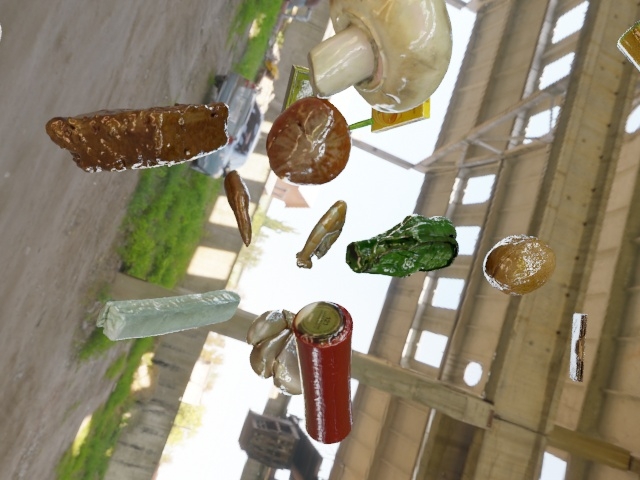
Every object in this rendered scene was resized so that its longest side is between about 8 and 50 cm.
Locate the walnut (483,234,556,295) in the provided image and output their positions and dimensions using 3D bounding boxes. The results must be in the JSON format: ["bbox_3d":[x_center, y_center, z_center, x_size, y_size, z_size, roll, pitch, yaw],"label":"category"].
[{"bbox_3d":[0.559,0.067,1.315,0.167,0.207,0.167,46,-31,39],"label":"walnut"}]

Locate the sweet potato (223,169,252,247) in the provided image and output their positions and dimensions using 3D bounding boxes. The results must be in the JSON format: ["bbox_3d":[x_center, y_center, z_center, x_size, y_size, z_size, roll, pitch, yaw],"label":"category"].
[{"bbox_3d":[-0.213,-0.105,1.211,0.078,0.058,0.255,102,-25,-52],"label":"sweet potato"}]

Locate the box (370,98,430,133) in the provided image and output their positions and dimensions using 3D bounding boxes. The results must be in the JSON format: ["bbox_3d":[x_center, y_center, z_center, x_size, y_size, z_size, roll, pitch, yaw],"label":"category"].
[{"bbox_3d":[0.266,-0.463,1.588,0.269,0.043,0.153,-1,-93,57],"label":"box"}]

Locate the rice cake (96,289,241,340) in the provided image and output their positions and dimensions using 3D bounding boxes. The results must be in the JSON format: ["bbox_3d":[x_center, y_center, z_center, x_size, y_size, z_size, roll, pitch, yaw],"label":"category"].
[{"bbox_3d":[-0.281,0.143,0.941,0.066,0.063,0.336,-55,154,16],"label":"rice cake"}]

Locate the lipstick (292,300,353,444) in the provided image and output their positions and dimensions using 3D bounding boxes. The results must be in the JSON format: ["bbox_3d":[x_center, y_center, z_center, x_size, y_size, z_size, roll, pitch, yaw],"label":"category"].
[{"bbox_3d":[0.008,0.191,0.653,0.080,0.080,0.241,-83,172,-52],"label":"lipstick"}]

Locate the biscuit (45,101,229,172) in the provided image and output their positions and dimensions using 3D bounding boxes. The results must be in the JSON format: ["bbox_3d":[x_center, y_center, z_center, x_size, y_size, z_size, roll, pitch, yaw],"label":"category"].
[{"bbox_3d":[-0.493,-0.297,1.327,0.342,0.394,0.166,-46,133,-59],"label":"biscuit"}]

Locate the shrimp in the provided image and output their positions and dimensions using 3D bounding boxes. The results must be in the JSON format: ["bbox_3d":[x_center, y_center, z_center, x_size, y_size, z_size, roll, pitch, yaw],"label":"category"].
[{"bbox_3d":[-0.007,0.009,1.035,0.145,0.059,0.254,-51,178,-44],"label":"shrimp"}]

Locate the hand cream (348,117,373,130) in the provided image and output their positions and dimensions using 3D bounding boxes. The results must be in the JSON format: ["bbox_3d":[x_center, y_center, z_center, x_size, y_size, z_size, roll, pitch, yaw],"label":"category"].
[{"bbox_3d":[0.108,-0.361,1.472,0.036,0.121,0.023,-37,114,-57],"label":"hand cream"}]

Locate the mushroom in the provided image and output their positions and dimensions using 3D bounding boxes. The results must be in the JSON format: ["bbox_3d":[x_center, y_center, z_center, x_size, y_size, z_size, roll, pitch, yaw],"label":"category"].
[{"bbox_3d":[0.137,-0.494,1.147,0.353,0.353,0.325,144,-55,-69],"label":"mushroom"}]

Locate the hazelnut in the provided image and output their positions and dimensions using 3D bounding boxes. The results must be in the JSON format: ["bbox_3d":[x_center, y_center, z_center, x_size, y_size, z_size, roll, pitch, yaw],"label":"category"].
[{"bbox_3d":[-0.016,-0.184,0.924,0.182,0.182,0.182,-159,-90,-79],"label":"hazelnut"}]

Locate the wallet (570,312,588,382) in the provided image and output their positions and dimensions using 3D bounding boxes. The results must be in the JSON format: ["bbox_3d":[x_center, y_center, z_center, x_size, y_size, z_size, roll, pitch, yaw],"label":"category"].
[{"bbox_3d":[0.683,0.282,1.242,0.095,0.026,0.176,22,75,-72],"label":"wallet"}]

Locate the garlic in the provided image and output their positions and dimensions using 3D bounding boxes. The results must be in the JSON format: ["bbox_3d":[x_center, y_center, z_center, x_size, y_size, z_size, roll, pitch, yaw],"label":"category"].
[{"bbox_3d":[-0.115,0.353,1.447,0.132,0.279,0.325,-44,-177,23],"label":"garlic"}]

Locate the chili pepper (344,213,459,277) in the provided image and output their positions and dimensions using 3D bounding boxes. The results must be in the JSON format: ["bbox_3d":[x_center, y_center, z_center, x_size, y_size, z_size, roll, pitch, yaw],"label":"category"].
[{"bbox_3d":[0.263,0.011,1.464,0.167,0.384,0.213,61,-37,33],"label":"chili pepper"}]

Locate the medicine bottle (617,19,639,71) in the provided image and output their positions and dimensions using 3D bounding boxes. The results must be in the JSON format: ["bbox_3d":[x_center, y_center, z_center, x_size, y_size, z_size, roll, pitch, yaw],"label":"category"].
[{"bbox_3d":[0.939,-0.495,1.280,0.239,0.124,0.124,62,-32,16],"label":"medicine bottle"}]

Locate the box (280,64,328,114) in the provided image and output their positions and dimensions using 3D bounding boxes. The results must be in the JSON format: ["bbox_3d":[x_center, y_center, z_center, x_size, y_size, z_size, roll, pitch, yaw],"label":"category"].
[{"bbox_3d":[-0.052,-0.469,1.596,0.064,0.140,0.220,-116,-143,-55],"label":"box"}]
